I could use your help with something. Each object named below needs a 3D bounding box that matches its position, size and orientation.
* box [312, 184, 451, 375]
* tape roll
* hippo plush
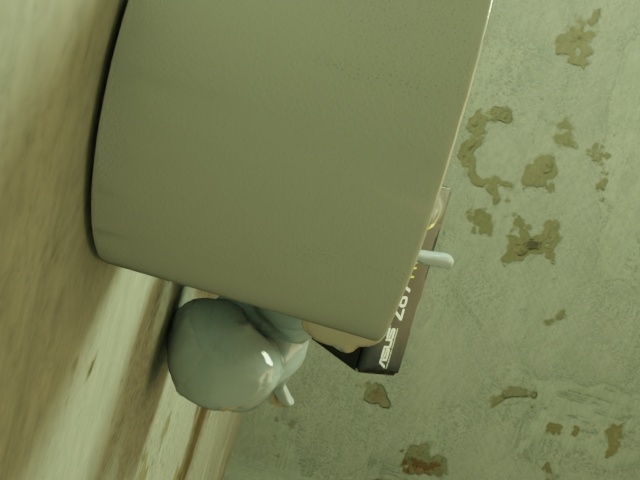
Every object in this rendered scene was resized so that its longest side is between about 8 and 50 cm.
[{"bbox_3d":[0.033,0.007,1.664,0.395,0.097,0.318,31,-74,54],"label":"box"},{"bbox_3d":[-0.013,-0.080,0.573,0.246,0.169,0.246,17,90,-90],"label":"tape roll"},{"bbox_3d":[-0.056,0.037,0.966,0.236,0.234,0.294,-41,177,23],"label":"hippo plush"}]
